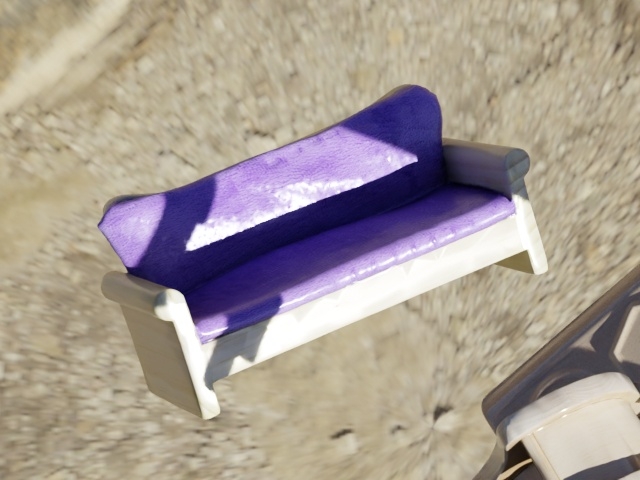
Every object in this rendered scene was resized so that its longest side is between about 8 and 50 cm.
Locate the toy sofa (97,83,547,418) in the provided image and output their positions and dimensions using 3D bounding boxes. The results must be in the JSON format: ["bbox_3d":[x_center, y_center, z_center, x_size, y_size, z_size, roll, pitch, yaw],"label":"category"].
[{"bbox_3d":[0.000,0.000,1.709,0.363,0.150,0.177,-22,105,-20],"label":"toy sofa"}]

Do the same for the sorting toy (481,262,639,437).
[{"bbox_3d":[0.228,0.127,1.362,0.193,0.038,0.208,-42,51,16],"label":"sorting toy"}]

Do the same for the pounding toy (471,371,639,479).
[{"bbox_3d":[0.168,0.179,1.185,0.269,0.154,0.155,-45,65,33],"label":"pounding toy"}]
